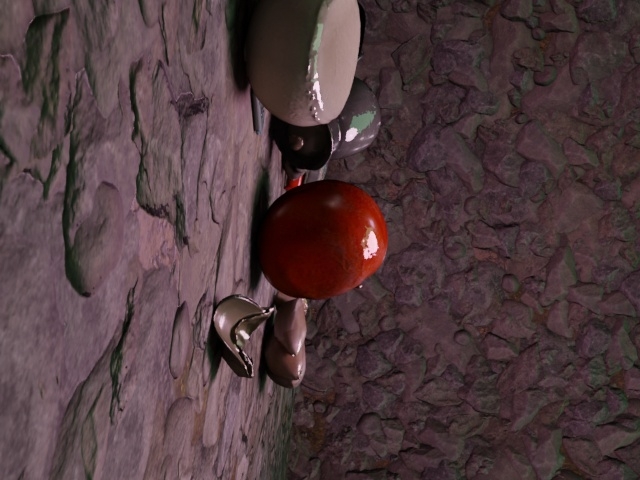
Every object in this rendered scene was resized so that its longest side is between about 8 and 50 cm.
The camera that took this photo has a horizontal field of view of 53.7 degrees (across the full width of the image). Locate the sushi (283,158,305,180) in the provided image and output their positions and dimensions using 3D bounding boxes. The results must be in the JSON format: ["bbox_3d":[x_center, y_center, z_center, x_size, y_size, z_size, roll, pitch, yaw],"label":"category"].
[{"bbox_3d":[-0.036,-0.336,1.859,0.130,0.124,0.332,-148,-116,-70],"label":"sushi"}]

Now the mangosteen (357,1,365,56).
[{"bbox_3d":[-0.015,-0.438,1.402,0.243,0.243,0.243,6,90,-87],"label":"mangosteen"}]

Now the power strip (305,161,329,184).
[{"bbox_3d":[-0.017,-0.234,2.053,0.145,0.061,0.216,90,14,-63],"label":"power strip"}]

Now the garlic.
[{"bbox_3d":[-0.105,0.327,1.981,0.325,0.132,0.279,-84,178,-46],"label":"garlic"}]

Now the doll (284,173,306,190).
[{"bbox_3d":[-0.052,-0.349,2.024,0.188,0.099,0.384,-67,169,-84],"label":"doll"}]

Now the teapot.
[{"bbox_3d":[0.029,-0.308,1.616,0.305,0.223,0.285,-28,-171,44],"label":"teapot"}]

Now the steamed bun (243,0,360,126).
[{"bbox_3d":[-0.044,-0.356,1.174,0.283,0.177,0.283,13,90,-74],"label":"steamed bun"}]

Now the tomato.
[{"bbox_3d":[0.000,0.000,1.587,0.290,0.325,0.293,68,23,-18],"label":"tomato"}]

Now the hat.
[{"bbox_3d":[-0.166,0.165,1.204,0.175,0.085,0.147,56,46,-50],"label":"hat"}]

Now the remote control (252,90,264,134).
[{"bbox_3d":[-0.128,-0.276,1.310,0.124,0.018,0.053,93,4,-55],"label":"remote control"}]
